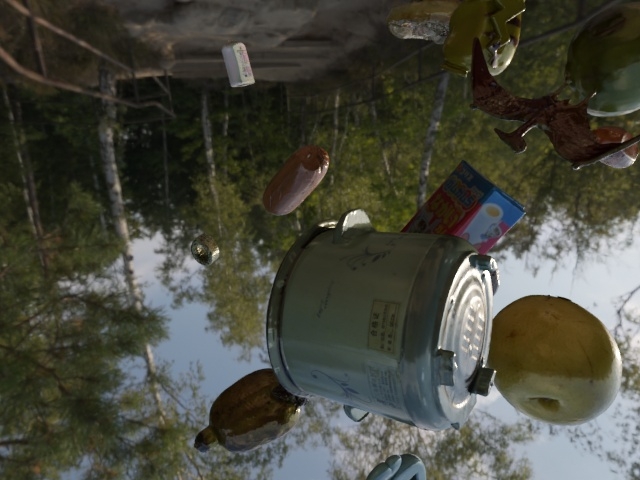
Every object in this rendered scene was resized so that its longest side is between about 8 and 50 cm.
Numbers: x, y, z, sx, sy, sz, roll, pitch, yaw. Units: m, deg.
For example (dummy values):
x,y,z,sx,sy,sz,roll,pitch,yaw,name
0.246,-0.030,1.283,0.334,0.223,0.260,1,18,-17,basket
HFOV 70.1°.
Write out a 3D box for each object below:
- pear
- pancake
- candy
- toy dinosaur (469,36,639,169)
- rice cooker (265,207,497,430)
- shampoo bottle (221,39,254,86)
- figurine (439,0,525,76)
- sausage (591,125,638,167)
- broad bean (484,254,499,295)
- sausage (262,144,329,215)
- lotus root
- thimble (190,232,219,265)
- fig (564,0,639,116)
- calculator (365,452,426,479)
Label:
x,y,z,sx,sy,sz,roll,pitch,yaw,name
0.626,0.319,1.250,0.349,0.347,0.348,-2,-158,1,pear
0.394,-0.673,1.447,0.388,0.081,0.387,10,-165,-3,pancake
0.255,-0.004,0.955,0.100,0.305,0.157,32,-159,-22,candy
0.383,-0.246,0.778,0.207,0.112,0.327,-13,-130,1,toy dinosaur
0.074,0.107,0.627,0.317,0.316,0.264,13,-158,32,rice cooker
-0.189,-0.403,1.035,0.043,0.099,0.072,-7,-162,24,shampoo bottle
0.393,-0.545,1.060,0.218,0.326,0.169,-6,-159,-35,figurine
0.729,-0.231,1.131,0.179,0.089,0.089,10,-167,-35,sausage
0.562,0.126,1.586,0.114,0.165,0.084,3,-161,22,broad bean
-0.079,-0.183,1.407,0.121,0.121,0.304,-19,167,-35,sausage
-0.164,0.416,1.115,0.314,0.169,0.141,-26,162,-5,lotus root
-0.411,0.031,1.622,0.085,0.109,0.062,-5,-157,22,thimble
0.593,-0.356,0.871,0.230,0.207,0.207,-29,-179,41,fig
0.137,0.522,0.906,0.188,0.302,0.042,-29,-145,-24,calculator
